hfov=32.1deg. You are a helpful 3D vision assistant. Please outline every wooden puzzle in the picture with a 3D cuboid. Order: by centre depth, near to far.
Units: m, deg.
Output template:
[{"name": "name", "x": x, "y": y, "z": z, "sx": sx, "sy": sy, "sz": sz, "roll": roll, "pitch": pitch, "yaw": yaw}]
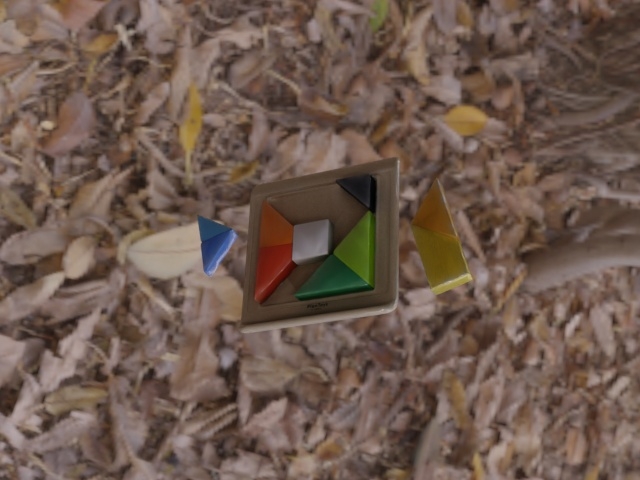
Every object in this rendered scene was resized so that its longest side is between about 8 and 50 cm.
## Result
[{"name": "wooden puzzle", "x": 0.000, "y": 0.000, "z": 0.442, "sx": 0.014, "sy": 0.116, "sz": 0.078, "roll": 48, "pitch": 32, "yaw": -50}]
